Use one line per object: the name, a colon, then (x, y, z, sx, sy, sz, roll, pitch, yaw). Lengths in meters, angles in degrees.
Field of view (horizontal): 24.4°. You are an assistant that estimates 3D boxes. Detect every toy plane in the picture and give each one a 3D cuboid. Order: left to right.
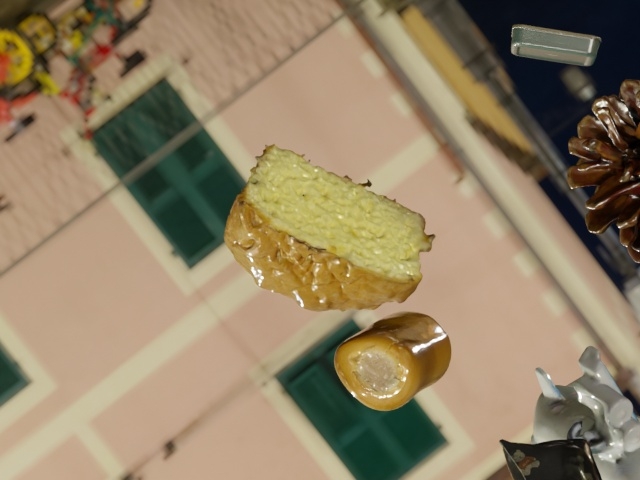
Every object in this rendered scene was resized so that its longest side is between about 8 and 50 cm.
toy plane: (0.318, 0.229, 1.604, 0.122, 0.267, 0.267, -30, -177, -10)

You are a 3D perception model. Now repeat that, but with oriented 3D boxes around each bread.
bread: (0.000, 0.000, 1.664, 0.139, 0.229, 0.143, -51, -163, 52)
bread: (0.084, 0.122, 1.574, 0.074, 0.092, 0.239, -43, 173, 14)

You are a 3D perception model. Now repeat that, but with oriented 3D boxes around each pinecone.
pinecone: (0.416, -0.087, 1.787, 0.264, 0.264, 0.264, -38, -175, 4)

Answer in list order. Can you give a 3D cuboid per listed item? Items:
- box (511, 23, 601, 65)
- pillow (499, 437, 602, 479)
box: (0.332, -0.276, 2.103, 0.091, 0.126, 0.031, 37, 63, -84)
pillow: (0.228, 0.240, 1.362, 0.090, 0.150, 0.048, -10, 138, -8)
